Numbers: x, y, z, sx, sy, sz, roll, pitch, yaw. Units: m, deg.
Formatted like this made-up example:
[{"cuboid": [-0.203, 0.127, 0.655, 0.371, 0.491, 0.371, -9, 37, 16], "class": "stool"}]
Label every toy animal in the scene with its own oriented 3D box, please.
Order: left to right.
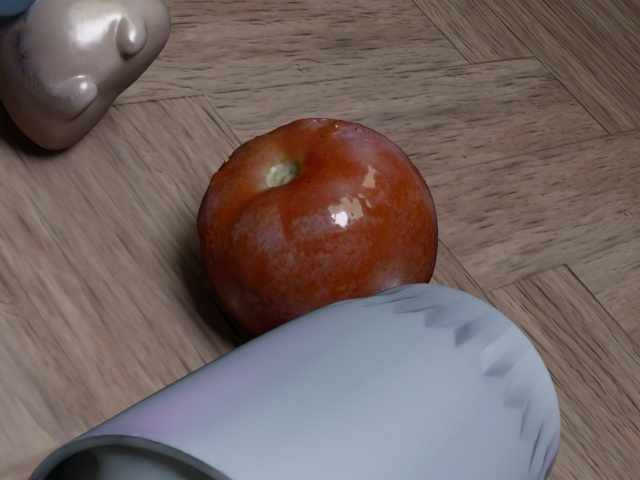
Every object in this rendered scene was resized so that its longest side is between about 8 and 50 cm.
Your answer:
[{"cuboid": [-0.253, -0.209, 1.052, 0.221, 0.210, 0.229, 45, -4, -28], "class": "toy animal"}]

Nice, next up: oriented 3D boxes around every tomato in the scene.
[{"cuboid": [0.000, 0.000, 1.022, 0.208, 0.208, 0.184, -93, 159, -47], "class": "tomato"}]

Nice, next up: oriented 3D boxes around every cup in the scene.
[{"cuboid": [-0.001, 0.180, 0.777, 0.253, 0.253, 0.371, 44, 34, 12], "class": "cup"}]
